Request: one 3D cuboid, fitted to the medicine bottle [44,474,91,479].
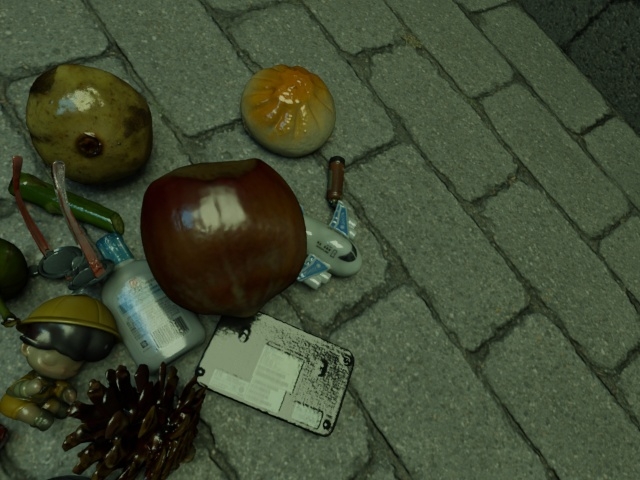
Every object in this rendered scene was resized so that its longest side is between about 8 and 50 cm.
[{"bbox_3d":[-0.474,0.533,0.661,0.244,0.290,0.245,5,67,-13],"label":"medicine bottle"}]

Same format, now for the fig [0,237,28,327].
[{"bbox_3d":[-0.664,0.090,0.811,0.151,0.152,0.259,-24,36,-23],"label":"fig"}]

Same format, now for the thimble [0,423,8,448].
[{"bbox_3d":[-0.695,0.357,0.740,0.189,0.163,0.125,31,62,-2],"label":"thimble"}]

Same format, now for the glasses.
[{"bbox_3d":[-0.567,-0.029,0.852,0.233,0.269,0.118,13,40,33],"label":"glasses"}]

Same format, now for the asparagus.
[{"bbox_3d":[-0.611,-0.088,1.001,0.277,0.060,0.067,21,54,-8],"label":"asparagus"}]

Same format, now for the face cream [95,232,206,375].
[{"bbox_3d":[-0.414,0.133,0.956,0.162,0.080,0.337,-32,79,-23],"label":"face cream"}]

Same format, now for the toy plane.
[{"bbox_3d":[-0.001,0.002,1.106,0.266,0.123,0.267,6,69,-16],"label":"toy plane"}]

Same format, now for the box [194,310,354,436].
[{"bbox_3d":[-0.103,0.306,0.989,0.349,0.058,0.212,24,65,-5],"label":"box"}]

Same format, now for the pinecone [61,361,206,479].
[{"bbox_3d":[-0.359,0.358,0.792,0.263,0.264,0.265,6,67,-14],"label":"pinecone"}]

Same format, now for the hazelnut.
[{"bbox_3d":[-0.214,-0.015,0.939,0.364,0.366,0.367,6,67,-14],"label":"hazelnut"}]

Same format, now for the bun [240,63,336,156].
[{"bbox_3d":[-0.090,-0.403,1.219,0.298,0.165,0.299,5,67,-12],"label":"bun"}]

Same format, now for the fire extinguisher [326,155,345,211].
[{"bbox_3d":[0.047,-0.165,1.228,0.062,0.050,0.178,30,57,-46],"label":"fire extinguisher"}]

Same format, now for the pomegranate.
[{"bbox_3d":[-0.541,-0.277,0.980,0.280,0.281,0.282,6,67,-14],"label":"pomegranate"}]

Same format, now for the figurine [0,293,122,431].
[{"bbox_3d":[-0.532,0.231,0.830,0.167,0.192,0.257,25,73,16],"label":"figurine"}]
